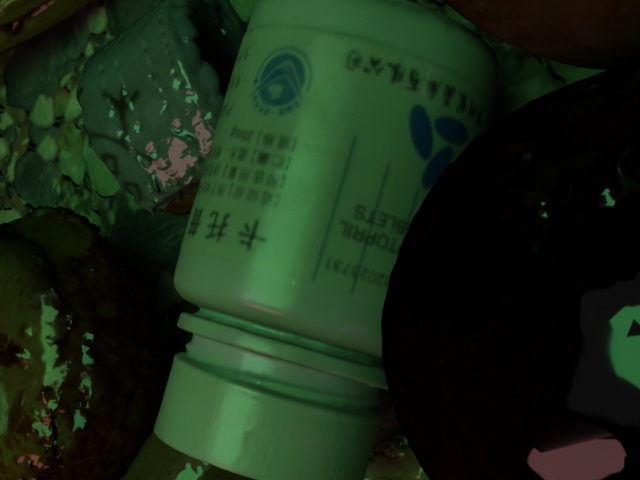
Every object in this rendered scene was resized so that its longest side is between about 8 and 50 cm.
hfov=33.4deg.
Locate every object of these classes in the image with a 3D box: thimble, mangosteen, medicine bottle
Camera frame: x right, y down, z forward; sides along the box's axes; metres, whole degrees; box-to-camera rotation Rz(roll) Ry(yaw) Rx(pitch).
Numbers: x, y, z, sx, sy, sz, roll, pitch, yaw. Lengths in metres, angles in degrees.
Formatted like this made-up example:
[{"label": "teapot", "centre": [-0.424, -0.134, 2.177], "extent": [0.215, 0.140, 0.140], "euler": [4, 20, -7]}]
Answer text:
[{"label": "thimble", "centre": [-0.097, -0.103, 0.803], "extent": [0.118, 0.127, 0.151], "euler": [-31, 82, 27]}, {"label": "mangosteen", "centre": [0.188, 0.049, 0.543], "extent": [0.297, 0.293, 0.297], "euler": [-31, 44, 34]}, {"label": "medicine bottle", "centre": [0.000, 0.000, 0.679], "extent": [0.170, 0.170, 0.293], "euler": [14, 86, 32]}]

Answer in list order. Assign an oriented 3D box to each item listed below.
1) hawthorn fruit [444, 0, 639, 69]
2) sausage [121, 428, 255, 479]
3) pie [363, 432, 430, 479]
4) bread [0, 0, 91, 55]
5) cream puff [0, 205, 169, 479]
[{"label": "hawthorn fruit", "centre": [0.145, -0.225, 0.595], "extent": [0.235, 0.263, 0.231], "euler": [-58, 18, 8]}, {"label": "sausage", "centre": [-0.139, 0.333, 0.773], "extent": [0.136, 0.123, 0.501], "euler": [15, 91, 3]}, {"label": "pie", "centre": [0.082, 0.213, 0.700], "extent": [0.218, 0.052, 0.185], "euler": [-2, 84, 33]}, {"label": "bread", "centre": [-0.284, -0.275, 0.960], "extent": [0.235, 0.099, 0.210], "euler": [-32, 71, 18]}, {"label": "cream puff", "centre": [-0.213, 0.093, 0.830], "extent": [0.240, 0.164, 0.240], "euler": [5, 97, 47]}]
